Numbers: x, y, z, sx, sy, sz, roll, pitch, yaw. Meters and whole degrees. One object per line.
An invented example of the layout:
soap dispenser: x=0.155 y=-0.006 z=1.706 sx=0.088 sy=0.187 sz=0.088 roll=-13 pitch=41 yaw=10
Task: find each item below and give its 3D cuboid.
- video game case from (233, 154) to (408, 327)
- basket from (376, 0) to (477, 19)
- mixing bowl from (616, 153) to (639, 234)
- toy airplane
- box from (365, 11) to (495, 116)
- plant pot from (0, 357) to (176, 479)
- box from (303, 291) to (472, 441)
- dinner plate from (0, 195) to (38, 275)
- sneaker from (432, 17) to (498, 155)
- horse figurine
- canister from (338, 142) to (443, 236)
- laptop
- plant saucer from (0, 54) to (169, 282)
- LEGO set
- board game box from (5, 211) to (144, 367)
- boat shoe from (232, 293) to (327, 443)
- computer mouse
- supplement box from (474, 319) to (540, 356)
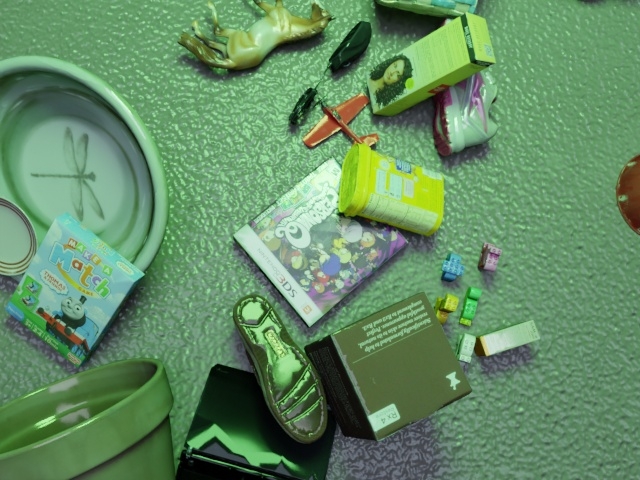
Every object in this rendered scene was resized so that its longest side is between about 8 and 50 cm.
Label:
video game case: x=0.000 y=0.000 z=1.203 sx=0.232 sy=0.042 sz=0.210 roll=-39 pitch=85 yaw=-9
basket: x=0.201 y=-0.555 z=1.217 sx=0.254 sy=0.201 sz=0.289 roll=12 pitch=110 yaw=-1
mixing bowl: x=0.638 y=-0.089 z=1.223 sx=0.181 sy=0.098 sz=0.181 roll=0 pitch=80 yaw=-2
toy airplane: x=0.044 y=-0.205 z=1.249 sx=0.151 sy=0.028 sz=0.151 roll=1 pitch=79 yaw=-4
box: x=0.182 y=-0.296 z=1.179 sx=0.058 sy=0.232 sz=0.087 roll=-1 pitch=75 yaw=-44
plant pot: x=-0.341 y=0.366 z=1.008 sx=0.323 sy=0.323 sz=0.280 roll=-19 pitch=97 yaw=-6
box: x=0.097 y=0.201 z=1.078 sx=0.168 sy=0.203 sz=0.167 roll=-22 pitch=81 yaw=-18
dinner plate: x=-0.521 y=-0.009 z=1.122 sx=0.141 sy=0.017 sz=0.141 roll=6 pitch=111 yaw=15
sneaker: x=0.260 y=-0.280 z=1.245 sx=0.111 sy=0.103 sz=0.252 roll=-4 pitch=86 yaw=-8
horse figurine: x=-0.126 y=-0.389 z=1.257 sx=0.263 sy=0.066 sz=0.174 roll=-35 pitch=77 yaw=-11
canister: x=0.124 y=-0.084 z=1.179 sx=0.170 sy=0.073 sz=0.126 roll=16 pitch=60 yaw=-18
laptop: x=-0.112 y=0.378 z=1.145 sx=0.234 sy=0.136 sz=0.264 roll=15 pitch=105 yaw=0
plant saucer: x=-0.416 y=-0.101 z=1.121 sx=0.400 sy=0.100 sz=0.400 roll=5 pitch=111 yaw=14
LEGO set: x=0.242 y=0.097 z=1.171 sx=0.087 sy=0.093 sz=0.227 roll=16 pitch=80 yaw=0
board game box: x=-0.402 y=0.084 z=1.110 sx=0.160 sy=0.039 sz=0.211 roll=38 pitch=114 yaw=1
boat shoe: x=-0.065 y=0.213 z=1.132 sx=0.095 sy=0.095 sz=0.257 roll=-20 pitch=71 yaw=-16
computer mouse: x=0.023 y=-0.302 z=1.249 sx=0.041 sy=0.071 sz=0.242 roll=39 pitch=82 yaw=-18
supplement box: x=0.317 y=0.170 z=1.178 sx=0.098 sy=0.062 sz=0.036 roll=-17 pitch=80 yaw=-5
